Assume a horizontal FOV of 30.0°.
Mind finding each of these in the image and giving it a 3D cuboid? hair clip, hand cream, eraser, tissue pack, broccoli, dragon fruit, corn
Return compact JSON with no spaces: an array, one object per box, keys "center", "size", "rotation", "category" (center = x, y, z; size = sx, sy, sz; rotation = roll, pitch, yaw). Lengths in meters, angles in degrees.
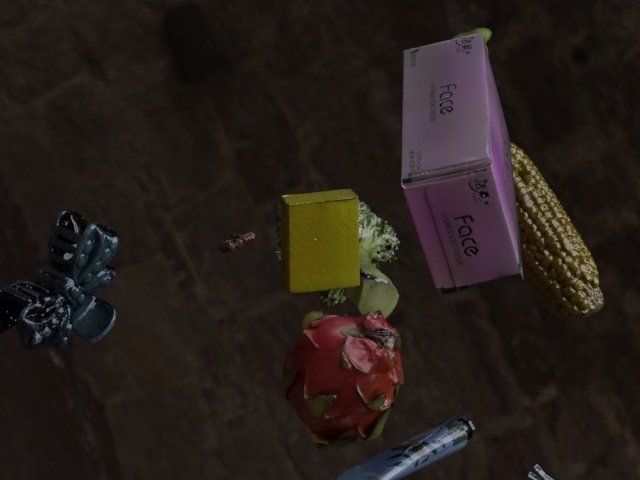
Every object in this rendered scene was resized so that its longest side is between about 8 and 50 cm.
[{"center":[0.396,0.407,1.963],"size":[0.115,0.030,0.039],"rotation":[32,-41,22],"category":"hair clip"},{"center":[0.157,0.366,2.036],"size":[0.091,0.271,0.058],"rotation":[12,-66,51],"category":"hand cream"},{"center":[0.000,0.000,1.527],"size":[0.045,0.097,0.122],"rotation":[-129,-143,-66],"category":"eraser"},{"center":[0.142,-0.085,1.213],"size":[0.246,0.093,0.148],"rotation":[-84,157,-49],"category":"tissue pack"},{"center":[0.069,0.053,2.367],"size":[0.252,0.221,0.361],"rotation":[43,3,-46],"category":"broccoli"},{"center":[-0.537,0.098,2.452],"size":[0.195,0.310,0.206],"rotation":[23,-27,29],"category":"hair clip"},{"center":[0.042,0.228,2.021],"size":[0.224,0.224,0.227],"rotation":[65,-23,23],"category":"dragon fruit"},{"center":[0.304,-0.022,1.755],"size":[0.321,0.119,0.119],"rotation":[61,-2,18],"category":"corn"}]

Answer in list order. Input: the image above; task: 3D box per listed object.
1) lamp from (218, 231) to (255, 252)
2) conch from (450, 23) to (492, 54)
[{"center":[-0.169,0.004,2.325],"size":[0.083,0.063,0.031],"rotation":[-35,108,-58],"category":"lamp"},{"center":[0.173,-0.232,1.566],"size":[0.200,0.095,0.079],"rotation":[-65,144,-63],"category":"conch"}]
